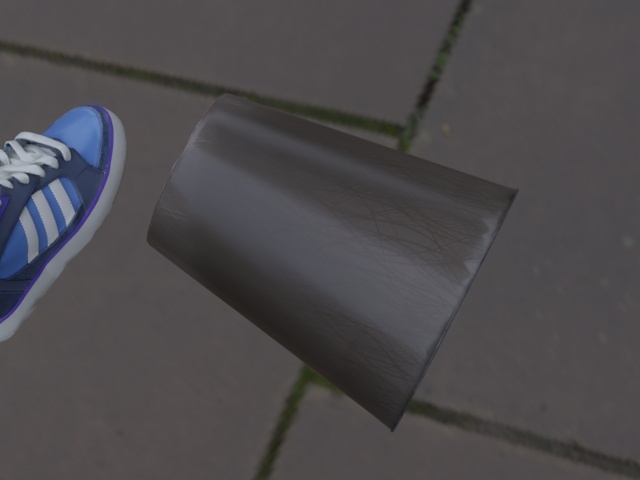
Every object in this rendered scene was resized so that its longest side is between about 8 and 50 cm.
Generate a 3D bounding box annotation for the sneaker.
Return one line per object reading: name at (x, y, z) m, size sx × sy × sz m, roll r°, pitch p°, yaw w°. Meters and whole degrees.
sneaker at (-0.361, -0.062, 1.987) m, size 0.130 × 0.236 × 0.323 m, roll 17°, pitch 69°, yaw 38°

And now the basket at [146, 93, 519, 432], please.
basket at (0.000, 0.000, 1.336) m, size 0.226 × 0.154 × 0.204 m, roll 27°, pitch 73°, yaw 4°
